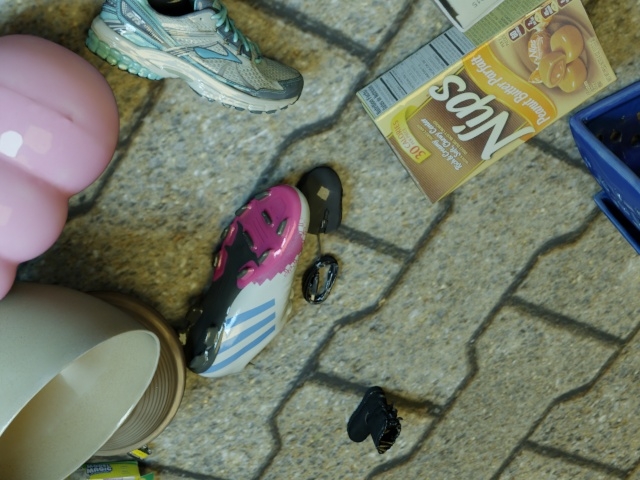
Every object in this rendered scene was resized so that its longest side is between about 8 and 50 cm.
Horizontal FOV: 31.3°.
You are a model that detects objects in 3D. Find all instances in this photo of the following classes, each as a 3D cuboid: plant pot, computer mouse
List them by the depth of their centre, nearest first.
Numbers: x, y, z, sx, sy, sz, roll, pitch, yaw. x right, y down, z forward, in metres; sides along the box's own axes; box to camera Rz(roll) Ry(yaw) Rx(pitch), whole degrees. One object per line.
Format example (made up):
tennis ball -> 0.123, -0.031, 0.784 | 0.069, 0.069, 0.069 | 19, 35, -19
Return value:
plant pot -> -0.366, 0.161, 1.399 | 0.284, 0.191, 0.284 | -44, 161, -20
plant pot -> -0.307, 0.195, 1.577 | 0.237, 0.110, 0.237 | 0, 100, 0
computer mouse -> 0.000, 0.000, 1.665 | 0.071, 0.041, 0.242 | -11, 127, -15
plant pot -> 0.533, -0.097, 1.686 | 0.236, 0.236, 0.212 | -25, 134, -4

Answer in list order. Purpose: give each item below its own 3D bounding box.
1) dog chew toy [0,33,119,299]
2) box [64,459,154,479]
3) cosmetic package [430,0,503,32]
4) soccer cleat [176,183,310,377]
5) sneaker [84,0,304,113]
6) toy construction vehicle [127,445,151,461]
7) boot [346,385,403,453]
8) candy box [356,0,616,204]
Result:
dog chew toy -> -0.371, -0.067, 1.320 | 0.207, 0.207, 0.332 | 31, 77, -34
box -> -0.356, 0.401, 1.804 | 0.179, 0.043, 0.105 | 1, 122, -19
cosmetic package -> 0.116, -0.378, 1.288 | 0.129, 0.296, 0.153 | -39, 126, 9
soccer cleat -> -0.087, 0.060, 1.643 | 0.143, 0.116, 0.331 | 8, 123, -43
sneaker -> -0.136, -0.243, 1.405 | 0.283, 0.110, 0.122 | 13, 114, -28
toy construction vehicle -> -0.288, 0.290, 1.764 | 0.098, 0.035, 0.086 | 34, 117, -32
boot -> 0.089, 0.310, 1.874 | 0.045, 0.099, 0.121 | 11, 118, -25
candy box -> 0.230, -0.213, 1.576 | 0.316, 0.087, 0.183 | -35, 128, 4
